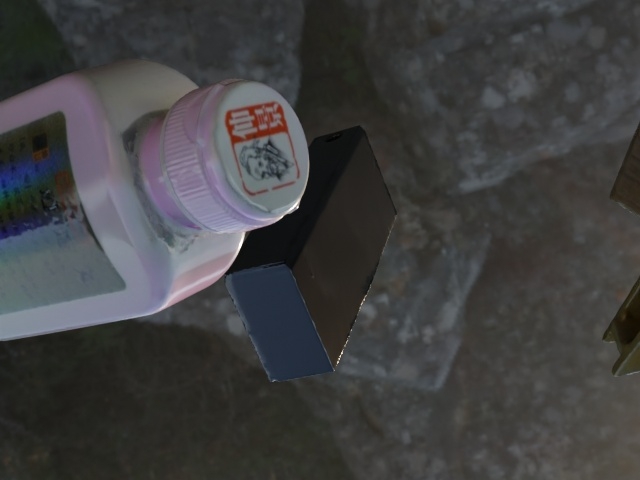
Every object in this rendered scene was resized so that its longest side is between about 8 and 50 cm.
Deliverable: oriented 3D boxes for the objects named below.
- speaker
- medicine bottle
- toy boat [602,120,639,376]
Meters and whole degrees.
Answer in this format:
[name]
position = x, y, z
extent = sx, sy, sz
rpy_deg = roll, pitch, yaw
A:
[speaker]
position = 0.000, 0.000, 0.751
extent = 0.044, 0.082, 0.218
rpy_deg = -15, -157, 22
[medicine bottle]
position = -0.104, -0.021, 0.529
extent = 0.219, 0.115, 0.078
rpy_deg = -12, -171, 40
[toy boat]
position = 0.358, -0.073, 0.996
extent = 0.162, 0.445, 0.136
rpy_deg = 14, -155, -4
